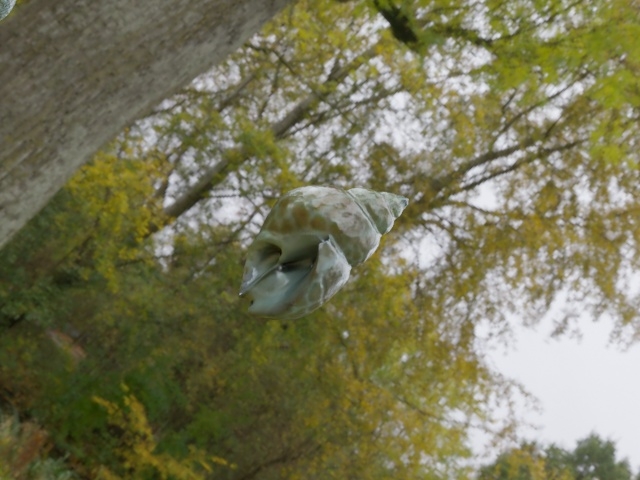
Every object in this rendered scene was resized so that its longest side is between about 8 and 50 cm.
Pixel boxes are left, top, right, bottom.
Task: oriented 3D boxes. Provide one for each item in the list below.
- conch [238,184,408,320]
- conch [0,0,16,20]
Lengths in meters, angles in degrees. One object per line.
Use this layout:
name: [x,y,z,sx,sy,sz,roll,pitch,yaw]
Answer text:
conch: [-0.009,0.009,0.756,0.106,0.172,0.116,35,-21,-30]
conch: [-0.239,-0.173,0.519,0.057,0.076,0.085,23,-25,-28]
